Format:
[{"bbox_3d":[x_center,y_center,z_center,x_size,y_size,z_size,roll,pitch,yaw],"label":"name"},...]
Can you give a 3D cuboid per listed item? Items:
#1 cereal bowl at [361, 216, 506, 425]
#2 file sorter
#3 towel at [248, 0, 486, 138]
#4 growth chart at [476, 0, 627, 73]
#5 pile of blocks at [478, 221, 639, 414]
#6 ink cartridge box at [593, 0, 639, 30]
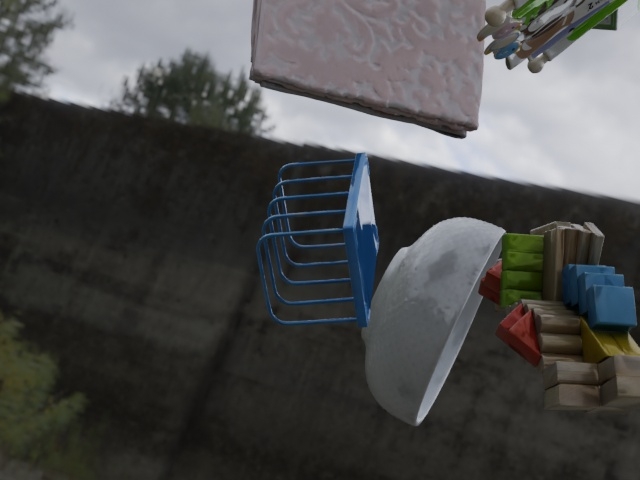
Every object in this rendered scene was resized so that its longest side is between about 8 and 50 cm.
[{"bbox_3d":[0.160,0.110,1.799,0.141,0.339,0.339,25,-8,11],"label":"cereal bowl"},{"bbox_3d":[0.000,0.000,1.224,0.104,0.118,0.170,-5,29,9],"label":"file sorter"},{"bbox_3d":[0.068,-0.314,1.538,0.332,0.317,0.053,12,-22,-20],"label":"towel"},{"bbox_3d":[0.210,-0.203,0.960,0.021,0.172,0.237,53,12,13],"label":"growth chart"},{"bbox_3d":[0.238,0.063,1.211,0.113,0.149,0.362,4,18,-9],"label":"pile of blocks"},{"bbox_3d":[0.456,-0.400,1.772,0.062,0.109,0.209,10,27,27],"label":"ink cartridge box"}]
